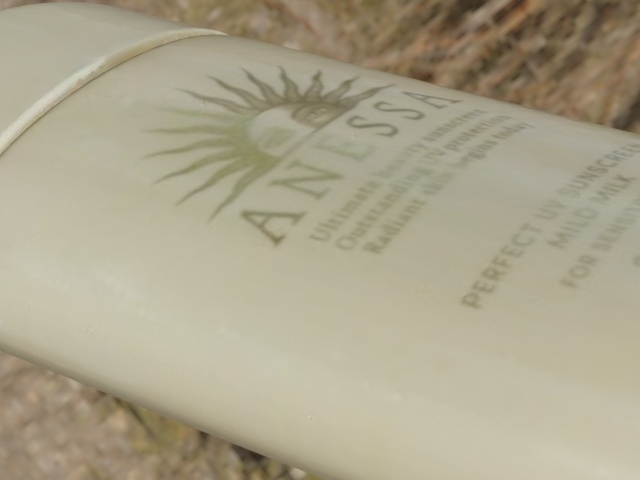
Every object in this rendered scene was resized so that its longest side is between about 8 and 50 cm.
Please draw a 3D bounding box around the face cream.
[{"bbox_3d":[0.000,0.000,0.561,0.348,0.081,0.173,18,37,31],"label":"face cream"}]
